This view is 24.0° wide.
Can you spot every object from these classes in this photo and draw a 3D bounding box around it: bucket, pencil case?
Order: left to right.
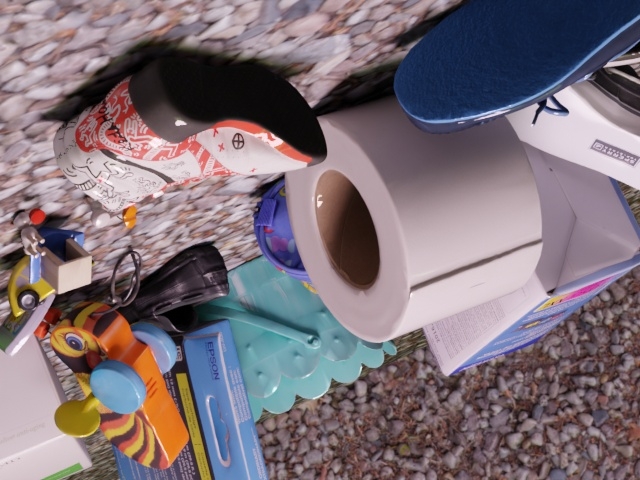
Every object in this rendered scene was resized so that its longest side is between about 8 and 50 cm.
[{"bbox_3d":[-0.048,0.129,2.130,0.281,0.183,0.281,-24,167,-6],"label":"bucket"},{"bbox_3d":[0.000,0.000,1.828,0.306,0.133,0.119,41,72,-77],"label":"pencil case"}]

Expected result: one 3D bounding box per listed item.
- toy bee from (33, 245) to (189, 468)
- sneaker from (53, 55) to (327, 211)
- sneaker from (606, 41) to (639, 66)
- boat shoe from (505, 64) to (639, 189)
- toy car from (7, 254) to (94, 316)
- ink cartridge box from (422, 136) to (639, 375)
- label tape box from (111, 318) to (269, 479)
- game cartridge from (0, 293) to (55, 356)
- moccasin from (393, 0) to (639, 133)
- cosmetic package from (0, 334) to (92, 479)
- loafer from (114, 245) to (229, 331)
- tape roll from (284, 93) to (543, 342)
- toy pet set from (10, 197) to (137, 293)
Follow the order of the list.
[{"bbox_3d":[-0.256,0.132,1.804,0.162,0.298,0.195,9,-163,26],"label":"toy bee"},{"bbox_3d":[-0.115,-0.086,1.319,0.145,0.090,0.270,-30,164,26],"label":"sneaker"},{"bbox_3d":[0.377,-0.233,1.595,0.295,0.124,0.178,-24,158,-10],"label":"sneaker"},{"bbox_3d":[0.299,-0.147,1.603,0.108,0.301,0.102,121,-9,-54],"label":"boat shoe"},{"bbox_3d":[-0.368,0.086,1.582,0.239,0.053,0.225,-36,-175,-32],"label":"toy car"},{"bbox_3d":[0.197,-0.012,1.798,0.151,0.270,0.395,-17,165,-23],"label":"ink cartridge box"},{"bbox_3d":[-0.163,0.239,2.005,0.115,0.249,0.348,-15,-178,-37],"label":"label tape box"},{"bbox_3d":[-0.327,0.087,1.657,0.083,0.017,0.056,-57,-145,-8],"label":"game cartridge"},{"bbox_3d":[0.238,-0.189,1.439,0.342,0.137,0.117,-25,161,5],"label":"moccasin"},{"bbox_3d":[-0.422,0.241,1.950,0.197,0.155,0.365,-22,169,-8],"label":"cosmetic package"},{"bbox_3d":[-0.193,0.084,1.901,0.076,0.078,0.223,-11,162,-46],"label":"loafer"},{"bbox_3d":[0.094,-0.033,1.578,0.169,0.246,0.246,-19,167,-26],"label":"tape roll"},{"bbox_3d":[-0.250,-0.013,1.487,0.122,0.065,0.114,-19,132,-36],"label":"toy pet set"}]
